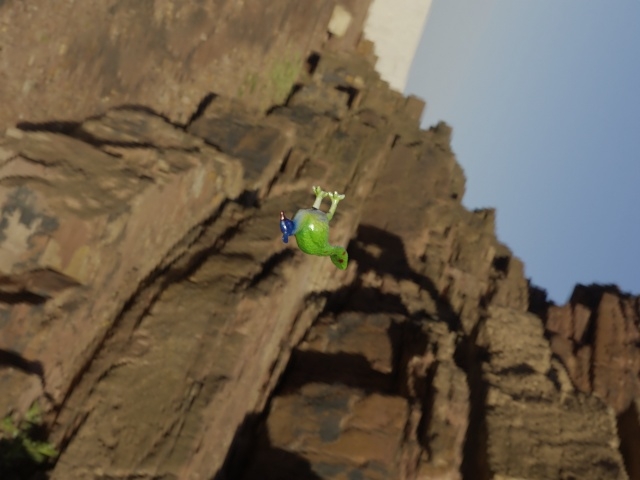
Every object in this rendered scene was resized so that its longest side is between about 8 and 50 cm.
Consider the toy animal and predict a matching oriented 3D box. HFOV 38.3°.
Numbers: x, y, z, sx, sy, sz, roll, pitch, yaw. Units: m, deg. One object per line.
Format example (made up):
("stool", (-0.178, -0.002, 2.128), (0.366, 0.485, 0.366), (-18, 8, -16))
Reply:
("toy animal", (0.005, -0.016, 1.025), (0.217, 0.041, 0.074), (29, 77, -71))
